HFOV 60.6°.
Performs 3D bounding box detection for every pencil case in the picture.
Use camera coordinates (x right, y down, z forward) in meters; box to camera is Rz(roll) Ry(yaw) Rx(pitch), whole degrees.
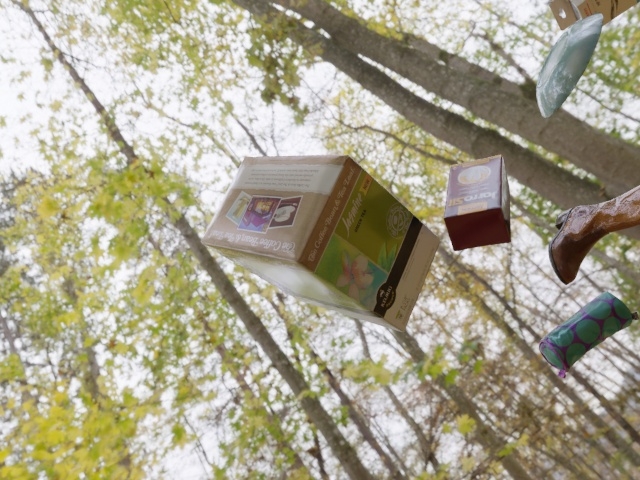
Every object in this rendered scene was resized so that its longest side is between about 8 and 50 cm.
[{"bbox_3d":[0.424,0.147,0.873,0.152,0.070,0.064,-31,11,-10],"label":"pencil case"}]

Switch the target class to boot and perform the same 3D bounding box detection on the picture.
[{"bbox_3d":[0.771,-0.016,1.471,0.280,0.096,0.264,-25,26,50],"label":"boot"}]

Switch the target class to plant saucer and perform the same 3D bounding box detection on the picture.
[{"bbox_3d":[0.437,-0.321,0.992,0.195,0.038,0.194,23,-90,-89],"label":"plant saucer"}]

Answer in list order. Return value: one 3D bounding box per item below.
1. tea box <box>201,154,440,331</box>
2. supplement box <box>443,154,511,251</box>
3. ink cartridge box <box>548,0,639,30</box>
[{"bbox_3d":[0.000,0.000,1.116,0.324,0.329,0.219,35,-107,-39],"label":"tea box"},{"bbox_3d":[0.298,-0.073,1.032,0.104,0.188,0.080,-10,-56,25],"label":"supplement box"},{"bbox_3d":[0.597,-0.516,1.166,0.180,0.060,0.104,-33,-37,25],"label":"ink cartridge box"}]
